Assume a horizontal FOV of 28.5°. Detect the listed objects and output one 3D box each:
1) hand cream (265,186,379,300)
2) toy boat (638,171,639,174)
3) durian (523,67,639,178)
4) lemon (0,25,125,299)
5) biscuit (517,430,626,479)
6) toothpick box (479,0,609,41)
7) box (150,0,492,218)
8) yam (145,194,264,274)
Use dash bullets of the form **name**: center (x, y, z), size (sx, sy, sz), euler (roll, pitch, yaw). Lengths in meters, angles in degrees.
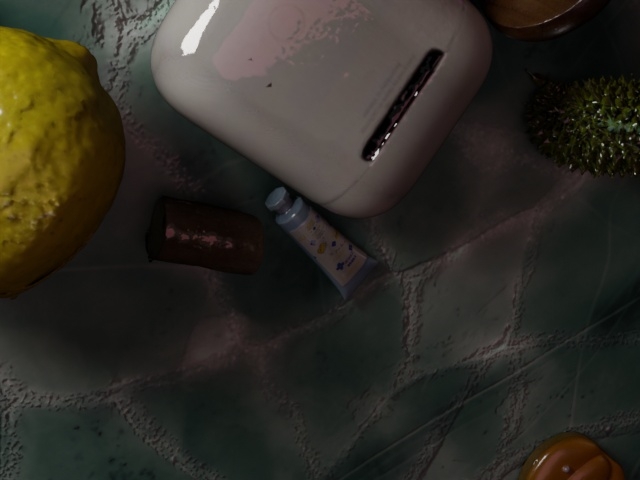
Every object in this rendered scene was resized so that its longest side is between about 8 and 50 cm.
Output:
- **hand cream**: center (0.000, 0.000, 1.518), size (0.065, 0.043, 0.171), euler (-48, 118, -4)
- **toy boat**: center (0.446, -0.172, 1.617), size (0.075, 0.077, 0.185), euler (14, 93, -23)
- **durian**: center (0.354, -0.138, 1.541), size (0.221, 0.095, 0.137), euler (7, 101, 12)
- **lemon**: center (-0.331, -0.072, 1.258), size (0.253, 0.253, 0.310), euler (35, 92, -26)
- **biscuit**: center (0.348, 0.356, 1.761), size (0.170, 0.050, 0.170), euler (-6, 109, -17)
- **toothpick box**: center (0.210, -0.348, 1.375), size (0.294, 0.192, 0.192), euler (33, 94, -39)
- **box**: center (0.007, -0.204, 1.397), size (0.349, 0.141, 0.288), euler (32, 93, -26)
- **yam**: center (-0.132, -0.005, 1.449), size (0.127, 0.084, 0.084), euler (8, 105, -24)
